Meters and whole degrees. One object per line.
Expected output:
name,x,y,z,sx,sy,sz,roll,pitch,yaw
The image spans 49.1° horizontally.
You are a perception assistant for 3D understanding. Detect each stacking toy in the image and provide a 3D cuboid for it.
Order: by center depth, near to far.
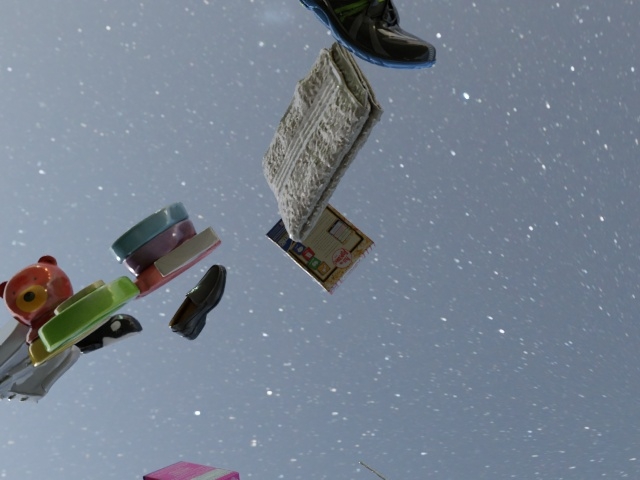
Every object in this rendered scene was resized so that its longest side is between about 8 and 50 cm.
stacking toy,-0.293,0.030,0.961,0.309,0.279,0.130,-35,-88,-21

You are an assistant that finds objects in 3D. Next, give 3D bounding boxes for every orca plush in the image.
orca plush,-0.566,0.224,1.692,0.287,0.151,0.102,-24,-95,30

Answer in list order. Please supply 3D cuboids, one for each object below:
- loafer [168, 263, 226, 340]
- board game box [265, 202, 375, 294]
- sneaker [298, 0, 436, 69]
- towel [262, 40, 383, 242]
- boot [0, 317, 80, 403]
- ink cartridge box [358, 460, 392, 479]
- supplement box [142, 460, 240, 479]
loafer,-0.251,0.122,1.444,0.062,0.061,0.170,19,-100,42
board game box,0.000,0.000,1.525,0.193,0.045,0.147,42,-94,16
sneaker,0.043,-0.238,0.704,0.188,0.067,0.078,46,-55,16
towel,-0.009,-0.154,1.097,0.282,0.049,0.187,-59,-142,35
boot,-0.498,0.231,1.094,0.258,0.123,0.095,-40,-151,10
ink cartridge box,0.234,0.493,1.081,0.330,0.324,0.071,19,-109,46
supplement box,-0.282,0.571,1.551,0.220,0.113,0.111,-7,-90,44
